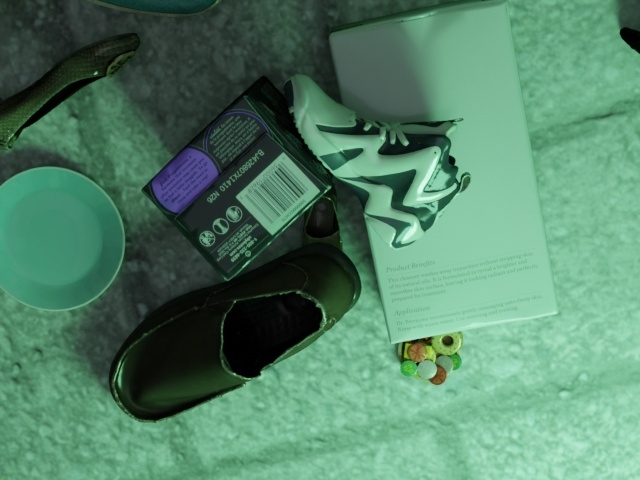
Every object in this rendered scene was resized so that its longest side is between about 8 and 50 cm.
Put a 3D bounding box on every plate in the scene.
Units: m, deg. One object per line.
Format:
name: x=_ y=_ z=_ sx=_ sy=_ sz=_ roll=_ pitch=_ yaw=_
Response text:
plate: x=-0.341 y=-0.003 z=1.854 sx=0.188 sy=0.024 sz=0.188 roll=0 pitch=101 yaw=1

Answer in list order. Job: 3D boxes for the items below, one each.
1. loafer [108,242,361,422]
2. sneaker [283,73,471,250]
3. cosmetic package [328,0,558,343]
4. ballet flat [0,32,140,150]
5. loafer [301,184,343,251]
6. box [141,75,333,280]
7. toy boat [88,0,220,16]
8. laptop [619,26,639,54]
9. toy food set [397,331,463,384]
loafer: x=-0.124 y=0.121 z=1.800 sx=0.366 sy=0.130 sz=0.134 roll=-33 pitch=98 yaw=19
sneaker: x=0.077 y=-0.119 z=1.626 sx=0.153 sy=0.094 sz=0.235 roll=-36 pitch=96 yaw=10
cosmetic package: x=0.148 y=-0.090 z=1.755 sx=0.217 sy=0.156 sz=0.385 roll=-9 pitch=100 yaw=4
ballet flat: x=-0.323 y=-0.179 z=1.786 sx=0.250 sy=0.084 sz=0.058 roll=-28 pitch=83 yaw=12
loafer: x=0.000 y=0.000 z=1.828 sx=0.056 sy=0.050 sz=0.148 roll=-6 pitch=101 yaw=3
box: x=-0.087 y=-0.080 z=1.703 sx=0.165 sy=0.270 sz=0.143 roll=-41 pitch=97 yaw=9
toy boat: x=-0.204 y=-0.415 z=1.671 sx=0.267 sy=0.148 sz=0.318 roll=10 pitch=112 yaw=-14
laptop: x=0.586 y=-0.178 z=1.603 sx=0.408 sy=0.382 sz=0.236 roll=38 pitch=99 yaw=-5
toy food set: x=0.141 y=0.144 z=1.867 sx=0.083 sy=0.020 sz=0.082 roll=6 pitch=102 yaw=1
